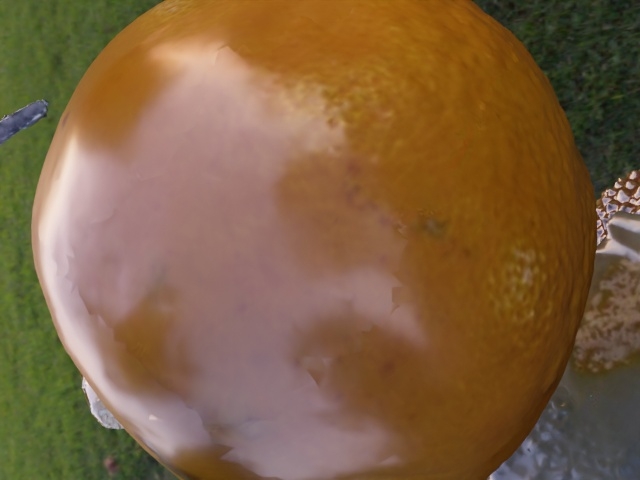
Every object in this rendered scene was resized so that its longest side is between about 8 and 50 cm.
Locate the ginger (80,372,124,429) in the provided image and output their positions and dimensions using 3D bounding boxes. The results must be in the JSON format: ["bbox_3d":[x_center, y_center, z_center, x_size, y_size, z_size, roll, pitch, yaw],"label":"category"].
[{"bbox_3d":[-0.250,0.111,0.983,0.214,0.058,0.133,62,139,40],"label":"ginger"}]

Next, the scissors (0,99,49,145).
[{"bbox_3d":[-0.405,-0.030,0.810,0.029,0.360,0.191,25,149,60],"label":"scissors"}]

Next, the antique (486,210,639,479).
[{"bbox_3d":[0.224,0.111,0.614,0.150,0.125,0.284,20,94,42],"label":"antique"}]

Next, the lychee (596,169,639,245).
[{"bbox_3d":[0.513,0.018,1.262,0.267,0.267,0.268,20,119,42],"label":"lychee"}]

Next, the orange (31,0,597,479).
[{"bbox_3d":[0.000,0.000,0.484,0.312,0.312,0.312,20,119,42],"label":"orange"}]
